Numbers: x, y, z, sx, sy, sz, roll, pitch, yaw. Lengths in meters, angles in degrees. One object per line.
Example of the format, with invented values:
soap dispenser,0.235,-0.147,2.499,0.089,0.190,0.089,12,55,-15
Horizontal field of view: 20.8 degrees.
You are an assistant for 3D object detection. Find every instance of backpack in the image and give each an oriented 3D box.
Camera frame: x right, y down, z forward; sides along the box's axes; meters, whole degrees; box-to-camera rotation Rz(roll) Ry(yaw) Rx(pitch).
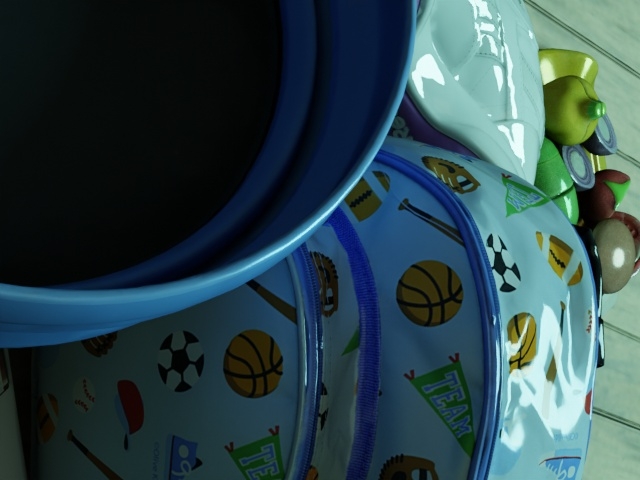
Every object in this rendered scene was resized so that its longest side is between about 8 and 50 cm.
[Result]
backpack,-0.004,0.059,0.842,0.213,0.263,0.277,-7,98,-57

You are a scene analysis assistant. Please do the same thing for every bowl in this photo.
bowl,-0.144,-0.139,0.688,0.391,0.077,0.391,17,56,-27

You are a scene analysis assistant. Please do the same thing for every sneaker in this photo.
sneaker,0.054,-0.138,1.042,0.152,0.114,0.305,-61,137,-44

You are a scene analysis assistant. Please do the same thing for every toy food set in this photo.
toy food set,0.186,-0.025,1.196,0.128,0.071,0.218,-29,113,-43

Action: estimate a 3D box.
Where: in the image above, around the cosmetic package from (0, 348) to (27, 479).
cosmetic package,-0.182,0.082,0.776,0.099,0.060,0.239,-40,127,-63
